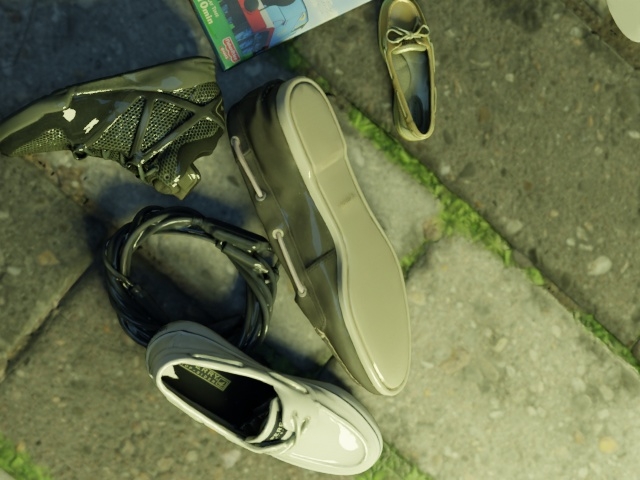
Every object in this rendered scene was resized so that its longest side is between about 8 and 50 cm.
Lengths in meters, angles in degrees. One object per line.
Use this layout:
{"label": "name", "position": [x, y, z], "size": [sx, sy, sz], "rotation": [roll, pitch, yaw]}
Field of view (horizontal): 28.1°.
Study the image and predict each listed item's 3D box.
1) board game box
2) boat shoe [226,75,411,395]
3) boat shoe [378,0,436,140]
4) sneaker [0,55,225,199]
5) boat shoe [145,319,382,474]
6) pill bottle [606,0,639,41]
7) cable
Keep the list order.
{"label": "board game box", "position": [-0.038, -0.288, 1.295], "size": [0.211, 0.039, 0.160], "rotation": [-27, 96, -9]}
{"label": "boat shoe", "position": [0.000, 0.000, 1.293], "size": [0.112, 0.095, 0.335], "rotation": [-28, 101, -51]}
{"label": "boat shoe", "position": [0.093, -0.179, 1.316], "size": [0.056, 0.048, 0.153], "rotation": [-5, 93, -10]}
{"label": "sneaker", "position": [-0.199, -0.093, 1.249], "size": [0.227, 0.087, 0.130], "rotation": [-15, 88, -14]}
{"label": "boat shoe", "position": [-0.050, 0.169, 1.264], "size": [0.267, 0.088, 0.096], "rotation": [34, 103, -18]}
{"label": "pill bottle", "position": [0.397, -0.281, 1.333], "size": [0.186, 0.112, 0.112], "rotation": [-24, 96, -8]}
{"label": "cable", "position": [-0.136, 0.046, 1.290], "size": [0.184, 0.047, 0.150], "rotation": [19, 93, -14]}
